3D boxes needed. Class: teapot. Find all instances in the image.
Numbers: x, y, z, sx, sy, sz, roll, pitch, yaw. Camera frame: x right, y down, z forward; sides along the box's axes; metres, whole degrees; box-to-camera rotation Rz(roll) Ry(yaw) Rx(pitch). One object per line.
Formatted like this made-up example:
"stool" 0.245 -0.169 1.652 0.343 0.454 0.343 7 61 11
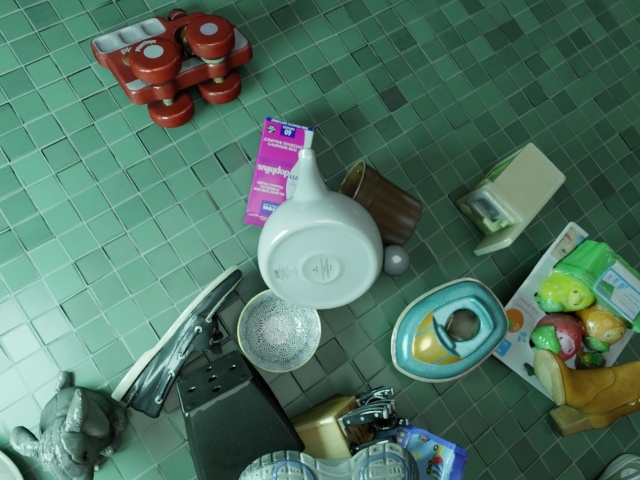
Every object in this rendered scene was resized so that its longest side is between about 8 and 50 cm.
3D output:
"teapot" 0.000 0.000 0.932 0.252 0.256 0.187 29 31 -22

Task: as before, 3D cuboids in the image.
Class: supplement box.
"supplement box" -0.093 -0.142 1.057 0.111 0.114 0.220 11 78 -10

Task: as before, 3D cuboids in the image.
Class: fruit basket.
"fruit basket" 0.589 0.188 1.100 0.327 0.165 0.353 38 83 -12

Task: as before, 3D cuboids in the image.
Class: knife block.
"knife block" 0.023 0.370 0.902 0.276 0.242 0.088 -23 83 -15

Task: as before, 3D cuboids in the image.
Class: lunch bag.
"lunch bag" 0.182 0.473 0.887 0.138 0.293 0.221 26 74 -6

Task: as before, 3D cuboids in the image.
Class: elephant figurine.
"elephant figurine" -0.427 0.338 0.815 0.186 0.239 0.169 20 75 -7

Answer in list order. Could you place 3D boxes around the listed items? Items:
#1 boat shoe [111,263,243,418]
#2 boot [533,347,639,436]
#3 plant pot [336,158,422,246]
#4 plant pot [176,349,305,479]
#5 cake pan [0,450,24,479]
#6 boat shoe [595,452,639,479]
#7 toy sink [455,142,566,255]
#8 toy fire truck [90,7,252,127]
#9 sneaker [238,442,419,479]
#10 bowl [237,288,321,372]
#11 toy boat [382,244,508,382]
"boat shoe" -0.250 0.201 0.942 0.113 0.127 0.340 41 75 -2
"boot" 0.594 0.300 1.034 0.211 0.104 0.295 -26 121 4
"plant pot" 0.125 -0.070 1.070 0.165 0.167 0.167 25 74 -14
"plant pot" -0.166 0.318 0.876 0.187 0.188 0.167 -25 108 -16
"cake pan" -0.659 0.493 0.831 0.293 0.054 0.293 2 78 -11
"boat shoe" 0.649 0.604 1.056 0.320 0.103 0.118 -31 86 -16
"toy sink" 0.429 -0.097 1.136 0.131 0.153 0.234 45 74 0
"toy fire truck" -0.321 -0.417 1.054 0.302 0.169 0.254 -31 67 -17
"sneaker" 0.011 0.414 0.796 0.297 0.129 0.111 -2 55 -2
"bowl" -0.089 0.188 1.002 0.170 0.080 0.170 2 78 -11
"toy boat" 0.233 0.147 1.029 0.267 0.148 0.318 -38 82 0
